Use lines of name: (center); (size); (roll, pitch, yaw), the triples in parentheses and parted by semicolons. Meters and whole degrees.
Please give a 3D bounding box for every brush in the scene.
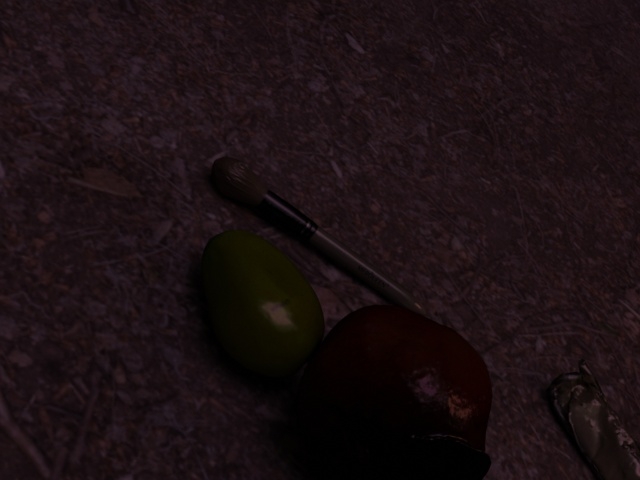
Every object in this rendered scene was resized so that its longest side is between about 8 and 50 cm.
brush: (0.000, 0.000, 1.335); (0.299, 0.042, 0.039); (36, 37, -13)

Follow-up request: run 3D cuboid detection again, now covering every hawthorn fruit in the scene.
hawthorn fruit: (0.076, 0.148, 1.138); (0.189, 0.189, 0.251); (35, 29, -8)

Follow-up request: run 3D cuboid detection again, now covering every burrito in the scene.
burrito: (0.342, 0.247, 1.363); (0.063, 0.058, 0.229); (-7, 60, -49)

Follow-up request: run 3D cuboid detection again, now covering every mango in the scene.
mango: (-0.055, 0.060, 1.177); (0.117, 0.089, 0.163); (11, 46, -32)
